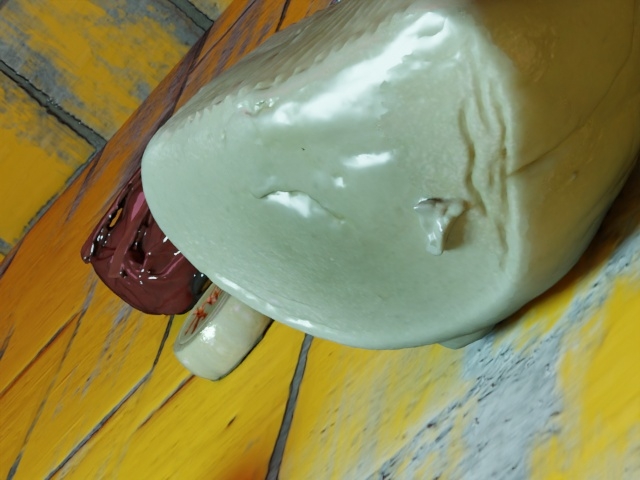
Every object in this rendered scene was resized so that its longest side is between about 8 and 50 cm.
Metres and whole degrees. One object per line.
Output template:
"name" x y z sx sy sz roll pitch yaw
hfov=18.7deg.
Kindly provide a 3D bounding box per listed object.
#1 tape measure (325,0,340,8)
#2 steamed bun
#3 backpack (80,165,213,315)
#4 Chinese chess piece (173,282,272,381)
"tape measure" 0.061 -0.205 1.969 0.182 0.107 0.181 -54 20 3
"steamed bun" 0.077 -0.067 1.287 0.383 0.236 0.247 -27 18 48
"backpack" -0.149 -0.023 2.105 0.229 0.139 0.229 -52 14 19
"Chinese chess piece" -0.088 0.074 1.841 0.122 0.051 0.122 -48 14 16
